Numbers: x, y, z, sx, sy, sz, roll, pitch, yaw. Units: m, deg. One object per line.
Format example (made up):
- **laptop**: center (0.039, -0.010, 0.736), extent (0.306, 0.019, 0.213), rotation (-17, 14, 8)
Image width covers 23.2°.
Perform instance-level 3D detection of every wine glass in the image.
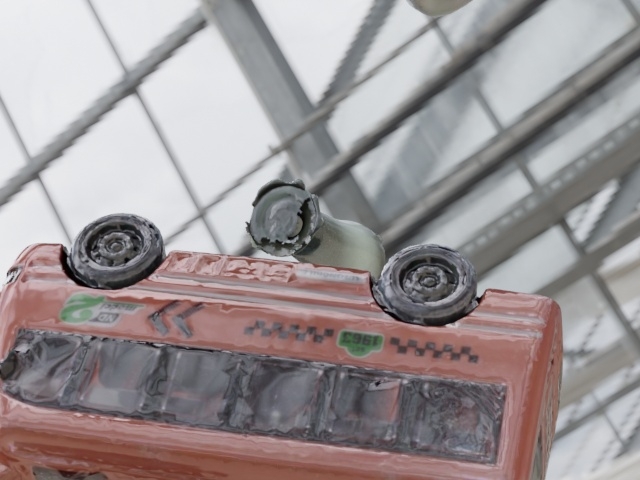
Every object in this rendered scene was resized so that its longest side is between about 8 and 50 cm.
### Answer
- **wine glass**: center (0.000, 0.000, 1.348), extent (0.072, 0.072, 0.155), rotation (-34, -26, 12)

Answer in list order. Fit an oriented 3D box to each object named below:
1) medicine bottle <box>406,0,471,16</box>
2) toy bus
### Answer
- **medicine bottle**: center (0.028, -0.357, 1.369), extent (0.202, 0.316, 0.202), rotation (-45, -21, -23)
- **toy bus**: center (-0.041, 0.139, 1.169), extent (0.427, 0.233, 0.203), rotation (5, -42, 11)
